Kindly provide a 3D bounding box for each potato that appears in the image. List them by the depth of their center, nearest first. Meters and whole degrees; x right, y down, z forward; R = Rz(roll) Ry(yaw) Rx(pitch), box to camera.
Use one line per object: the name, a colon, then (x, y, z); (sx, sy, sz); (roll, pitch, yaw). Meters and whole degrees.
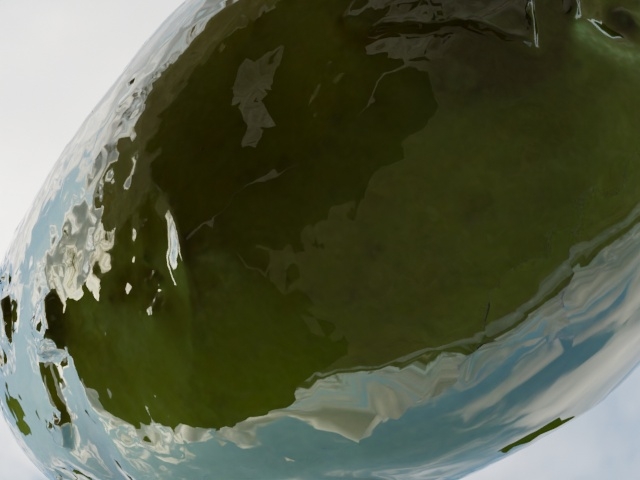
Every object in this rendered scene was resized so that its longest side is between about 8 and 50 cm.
potato: (0.000, 0.000, 0.425); (0.186, 0.253, 0.149); (-20, -103, -44)
